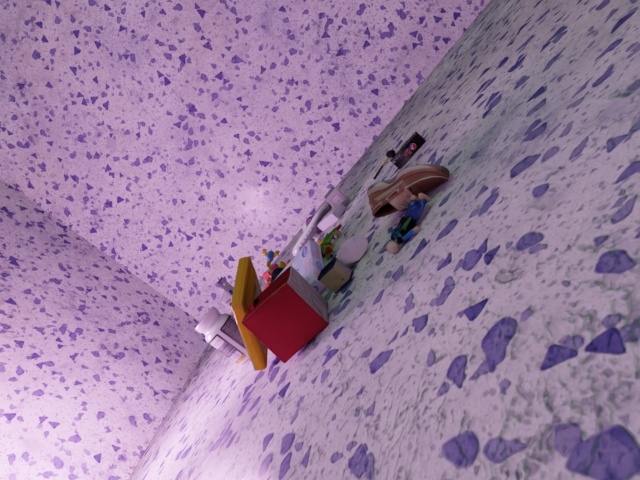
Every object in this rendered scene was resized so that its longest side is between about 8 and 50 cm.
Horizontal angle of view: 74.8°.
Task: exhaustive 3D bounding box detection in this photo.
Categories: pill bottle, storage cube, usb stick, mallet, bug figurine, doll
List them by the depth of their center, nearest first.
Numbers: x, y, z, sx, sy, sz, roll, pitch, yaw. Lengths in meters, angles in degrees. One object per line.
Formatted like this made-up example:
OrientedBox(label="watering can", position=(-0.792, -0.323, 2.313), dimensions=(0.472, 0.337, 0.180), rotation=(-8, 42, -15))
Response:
OrientedBox(label="doll", position=(0.241, -0.043, 1.187), dimensions=(0.189, 0.046, 0.129), rotation=(-60, 19, -14))
OrientedBox(label="storage cube", position=(-0.103, 0.231, 1.338), dimensions=(0.193, 0.215, 0.183), rotation=(-44, 9, 9))
OrientedBox(label="pill bottle", position=(-0.436, 0.443, 1.965), dimensions=(0.162, 0.278, 0.162), rotation=(-49, 8, 10))
OrientedBox(label="usb stick", position=(-0.214, 0.246, 2.011), dimensions=(0.077, 0.045, 0.278), rotation=(-44, -29, -48))
OrientedBox(label="bug figurine", position=(-0.163, 0.118, 2.092), dimensions=(0.216, 0.279, 0.072), rotation=(-84, 4, -62))
OrientedBox(label="pill bottle", position=(0.000, 0.000, 2.190), dimensions=(0.043, 0.083, 0.043), rotation=(-50, 8, 9))
OrientedBox(label="mallet", position=(0.344, -0.417, 2.308), dimensions=(0.190, 0.039, 0.062), rotation=(-55, 9, 3))

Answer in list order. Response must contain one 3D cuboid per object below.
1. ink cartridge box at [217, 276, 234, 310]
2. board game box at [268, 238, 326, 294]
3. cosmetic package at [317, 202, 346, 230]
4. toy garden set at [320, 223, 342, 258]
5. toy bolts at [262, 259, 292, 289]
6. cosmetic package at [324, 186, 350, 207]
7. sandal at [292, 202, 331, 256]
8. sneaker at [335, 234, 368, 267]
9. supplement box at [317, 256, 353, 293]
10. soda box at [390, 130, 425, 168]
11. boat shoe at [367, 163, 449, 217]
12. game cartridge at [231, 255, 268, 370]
OrientedBox(label="ink cartridge box", position=(-0.363, 0.309, 1.960), dimensions=(0.065, 0.332, 0.165), rotation=(-48, 7, 0))
OrientedBox(label="board game box", position=(-0.108, 0.195, 1.753), dimensions=(0.318, 0.066, 0.319), rotation=(-48, 23, 20))
OrientedBox(label="cosmetic package", position=(0.064, -0.140, 2.534), dimensions=(0.099, 0.060, 0.239), rotation=(-57, 9, -27))
OrientedBox(label="toy garden set", position=(0.040, 0.029, 1.991), dimensions=(0.244, 0.049, 0.204), rotation=(-56, 8, -36))
OrientedBox(label="toy bolts", position=(-0.193, 0.227, 2.272), dimensions=(0.228, 0.158, 0.218), rotation=(-26, 66, 50))
OrientedBox(label="cosmetic package", position=(0.102, -0.264, 2.641), dimensions=(0.107, 0.127, 0.238), rotation=(-51, 10, 9))
OrientedBox(label="sandal", position=(-0.070, -0.084, 2.660), dimensions=(0.416, 0.102, 0.169), rotation=(-55, -23, -19))
OrientedBox(label="sneaker", position=(0.090, 0.063, 1.487), dimensions=(0.212, 0.080, 0.094), rotation=(-51, -4, 14))
OrientedBox(label="supplement box", position=(0.051, 0.117, 1.400), dimensions=(0.083, 0.083, 0.056), rotation=(-46, 10, 33))
OrientedBox(label="soda box", position=(0.393, -0.405, 1.884), dimensions=(0.169, 0.060, 0.053), rotation=(-47, 10, 23))
OrientedBox(label="boat shoe", position=(0.272, -0.146, 1.314), dimensions=(0.324, 0.123, 0.116), rotation=(-21, 64, 58))
OrientedBox(label="game cartridge", position=(-0.244, 0.255, 1.513), dimensions=(0.052, 0.324, 0.285), rotation=(-8, 34, 1))
